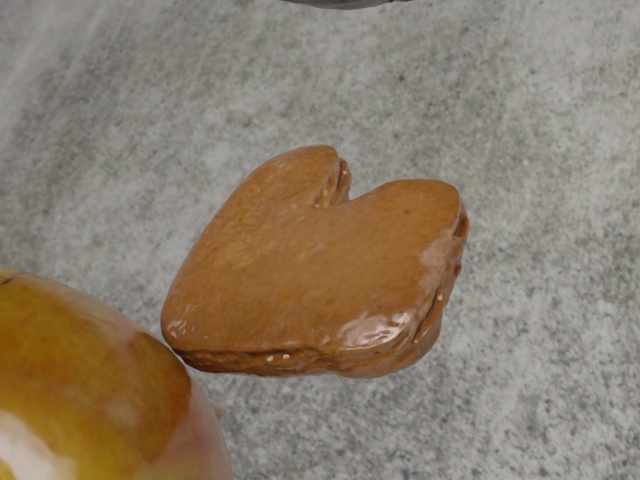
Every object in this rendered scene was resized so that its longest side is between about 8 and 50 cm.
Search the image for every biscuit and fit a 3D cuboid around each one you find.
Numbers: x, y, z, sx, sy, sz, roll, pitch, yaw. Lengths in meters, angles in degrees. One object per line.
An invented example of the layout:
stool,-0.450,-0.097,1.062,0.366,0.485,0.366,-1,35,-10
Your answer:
biscuit,0.000,0.000,0.553,0.192,0.036,0.186,-4,41,36

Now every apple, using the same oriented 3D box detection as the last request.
apple,-0.182,0.147,0.511,0.286,0.286,0.233,-46,2,-7

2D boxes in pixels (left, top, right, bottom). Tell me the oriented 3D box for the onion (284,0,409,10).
onion,0.024,-0.272,0.550,0.221,0.280,0.281,-10,40,-25
